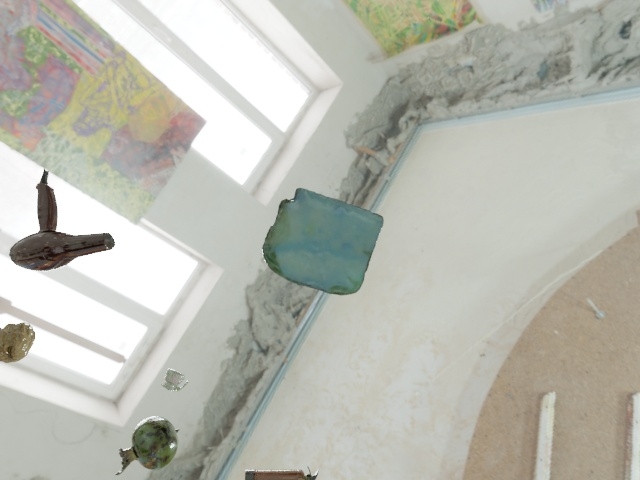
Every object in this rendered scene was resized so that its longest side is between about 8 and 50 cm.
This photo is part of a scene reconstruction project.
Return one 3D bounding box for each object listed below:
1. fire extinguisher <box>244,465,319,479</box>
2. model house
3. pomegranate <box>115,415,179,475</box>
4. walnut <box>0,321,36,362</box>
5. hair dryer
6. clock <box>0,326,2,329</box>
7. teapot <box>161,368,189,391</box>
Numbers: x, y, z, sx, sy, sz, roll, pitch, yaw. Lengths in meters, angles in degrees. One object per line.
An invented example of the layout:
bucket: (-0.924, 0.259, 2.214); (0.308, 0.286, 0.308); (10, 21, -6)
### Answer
fire extinguisher: (-0.092, 0.571, 1.034); (0.050, 0.177, 0.062); (-107, -163, -84)
model house: (0.000, 0.000, 1.145); (0.241, 0.261, 0.226); (-98, -153, -87)
pomegranate: (-0.416, 0.494, 1.033); (0.161, 0.122, 0.122); (-24, -161, -25)
walnut: (-0.675, 0.222, 0.952); (0.078, 0.083, 0.096); (-16, -143, -9)
hair dryer: (-0.822, -0.083, 1.369); (0.312, 0.123, 0.341); (-13, -105, 4)
clock: (-0.815, 0.218, 1.048); (0.109, 0.153, 0.050); (6, -134, 43)
teapot: (-0.492, 0.478, 1.461); (0.064, 0.083, 0.064); (-23, -143, 61)
